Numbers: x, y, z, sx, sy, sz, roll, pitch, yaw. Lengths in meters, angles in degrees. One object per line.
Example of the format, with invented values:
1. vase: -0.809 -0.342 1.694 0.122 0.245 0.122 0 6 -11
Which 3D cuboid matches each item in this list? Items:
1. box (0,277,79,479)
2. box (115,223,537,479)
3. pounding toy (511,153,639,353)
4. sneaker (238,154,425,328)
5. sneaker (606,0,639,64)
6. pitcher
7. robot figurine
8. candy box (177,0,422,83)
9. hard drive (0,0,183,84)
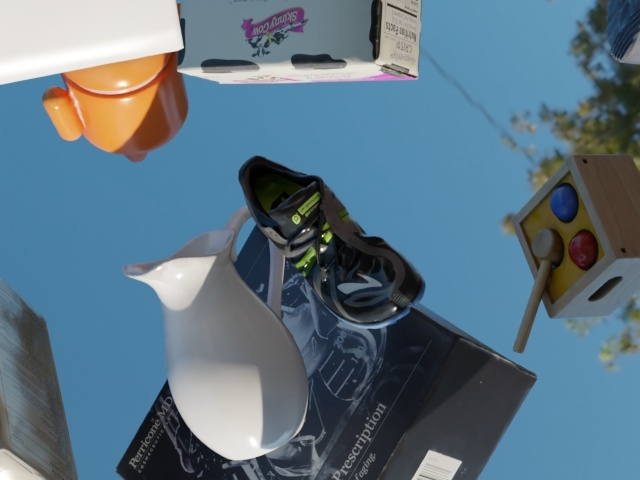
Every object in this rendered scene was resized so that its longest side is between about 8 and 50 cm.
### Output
1. box: -0.367 0.181 1.473 0.148 0.121 0.311 52 -171 -40
2. box: -0.001 0.201 1.463 0.312 0.343 0.179 31 -178 40
3. pounding toy: 0.231 0.014 1.228 0.100 0.141 0.130 -1 -121 -29
4. sneaker: 0.000 0.000 0.996 0.188 0.067 0.078 41 176 33
5. sneaker: 0.300 -0.255 0.957 0.131 0.112 0.319 21 -104 -6
6. pitcher: -0.074 0.083 1.263 0.178 0.125 0.207 -33 -72 -37
7. robot figurine: -0.207 -0.178 1.418 0.158 0.219 0.128 -5 -122 0
8. candy box: -0.010 -0.227 0.918 0.071 0.159 0.233 5 -92 -60
9. hard drive: -0.257 -0.168 0.636 0.353 0.233 0.047 -12 -145 -9
